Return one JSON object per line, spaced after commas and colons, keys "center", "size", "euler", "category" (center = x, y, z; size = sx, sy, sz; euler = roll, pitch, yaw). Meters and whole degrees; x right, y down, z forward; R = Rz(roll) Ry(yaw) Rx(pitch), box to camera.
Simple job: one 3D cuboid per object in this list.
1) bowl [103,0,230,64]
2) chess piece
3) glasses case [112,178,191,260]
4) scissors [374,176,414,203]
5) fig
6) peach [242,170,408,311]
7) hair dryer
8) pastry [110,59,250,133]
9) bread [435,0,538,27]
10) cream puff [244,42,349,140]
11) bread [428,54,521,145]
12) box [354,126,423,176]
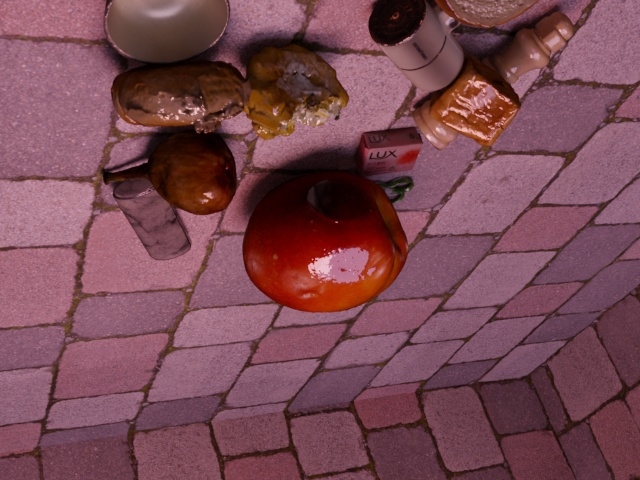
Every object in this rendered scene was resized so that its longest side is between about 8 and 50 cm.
{"center": [-0.265, -0.406, 1.359], "size": [0.211, 0.112, 0.211], "euler": [-14, 149, -8], "category": "bowl"}
{"center": [0.394, -0.364, 1.812], "size": [0.397, 0.117, 0.117], "euler": [-37, 146, 26], "category": "chess piece"}
{"center": [-0.398, -0.050, 1.928], "size": [0.114, 0.060, 0.299], "euler": [-18, 150, -2], "category": "glasses case"}
{"center": [0.151, -0.136, 2.133], "size": [0.204, 0.027, 0.101], "euler": [1, 144, -34], "category": "scissors"}
{"center": [-0.321, -0.151, 1.713], "size": [0.290, 0.191, 0.191], "euler": [5, 146, -8], "category": "fig"}
{"center": [0.014, -0.008, 1.947], "size": [0.405, 0.335, 0.310], "euler": [2, 148, 2], "category": "peach"}
{"center": [0.284, -0.468, 1.585], "size": [0.362, 0.128, 0.203], "euler": [-38, 145, 16], "category": "hair dryer"}
{"center": [-0.260, -0.263, 1.477], "size": [0.235, 0.121, 0.257], "euler": [6, -159, 31], "category": "pastry"}
{"center": [0.304, -0.503, 1.463], "size": [0.236, 0.070, 0.236], "euler": [-6, 114, -15], "category": "bread"}
{"center": [-0.074, -0.293, 1.619], "size": [0.221, 0.195, 0.195], "euler": [-16, 153, -30], "category": "cream puff"}
{"center": [0.329, -0.294, 1.722], "size": [0.158, 0.149, 0.143], "euler": [32, 117, -3], "category": "bread"}
{"center": [0.167, -0.217, 1.977], "size": [0.156, 0.060, 0.111], "euler": [-10, 148, -16], "category": "box"}
